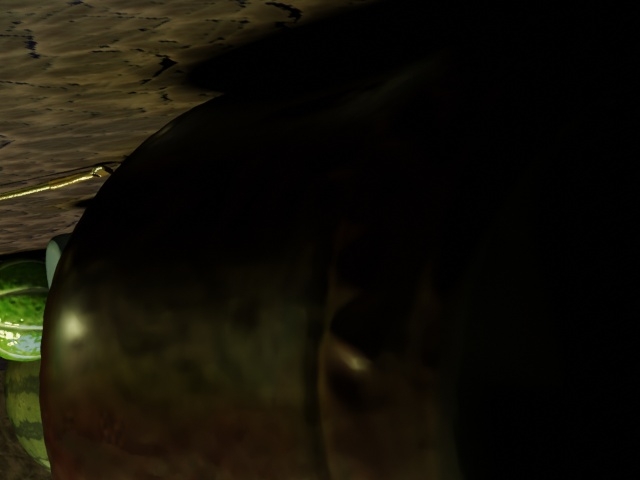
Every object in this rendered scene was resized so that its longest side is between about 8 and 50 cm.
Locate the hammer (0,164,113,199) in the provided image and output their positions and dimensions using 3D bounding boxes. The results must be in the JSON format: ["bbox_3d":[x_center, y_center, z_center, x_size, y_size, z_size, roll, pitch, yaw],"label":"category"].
[{"bbox_3d":[-0.177,-0.030,1.203,0.123,0.014,0.029,-11,-178,29],"label":"hammer"}]

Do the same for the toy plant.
[{"bbox_3d":[-0.217,0.054,1.640,0.162,0.093,0.093,-1,173,-23],"label":"toy plant"}]

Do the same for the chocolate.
[{"bbox_3d":[0.038,0.061,0.916,0.331,0.383,0.384,6,-179,29],"label":"chocolate"}]

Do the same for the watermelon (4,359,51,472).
[{"bbox_3d":[-0.187,0.129,1.840,0.212,0.212,0.212,-7,175,-1],"label":"watermelon"}]

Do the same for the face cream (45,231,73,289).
[{"bbox_3d":[0.000,0.000,1.404,0.385,0.086,0.135,-10,176,-21],"label":"face cream"}]
